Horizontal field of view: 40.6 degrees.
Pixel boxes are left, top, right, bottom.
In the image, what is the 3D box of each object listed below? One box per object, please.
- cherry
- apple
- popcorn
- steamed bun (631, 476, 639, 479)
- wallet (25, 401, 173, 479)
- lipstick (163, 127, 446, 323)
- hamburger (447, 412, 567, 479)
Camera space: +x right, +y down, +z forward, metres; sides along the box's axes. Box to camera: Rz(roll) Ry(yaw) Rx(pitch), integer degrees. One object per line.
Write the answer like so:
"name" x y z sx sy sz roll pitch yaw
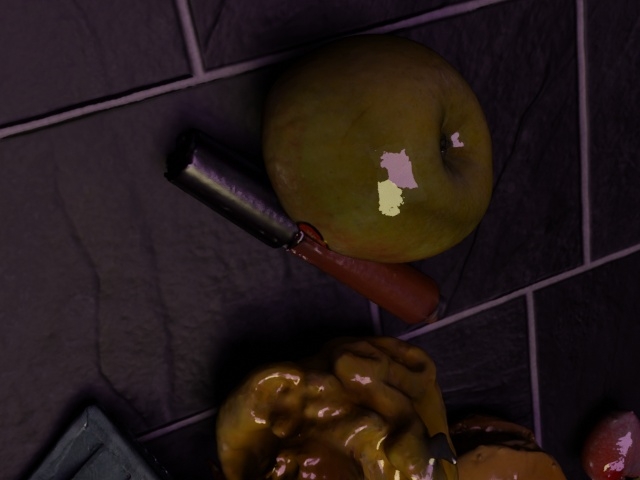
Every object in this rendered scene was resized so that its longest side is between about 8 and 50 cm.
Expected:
"cherry" 0.466 0.328 1.362 0.106 0.087 0.126 20 84 -23
"apple" 0.064 -0.097 0.913 0.261 0.194 0.261 11 75 -46
"popcorn" 0.048 0.263 1.036 0.316 0.281 0.297 -11 81 -45
"steamed bun" 0.631 0.420 1.450 0.295 0.137 0.292 -15 118 -11
"wallet" -0.219 0.378 0.953 0.237 0.342 0.075 -49 163 5
"lipstick" 0.000 0.000 1.017 0.418 0.077 0.077 31 96 -33
"hamburger" 0.222 0.403 1.244 0.318 0.158 0.318 -10 117 -21
